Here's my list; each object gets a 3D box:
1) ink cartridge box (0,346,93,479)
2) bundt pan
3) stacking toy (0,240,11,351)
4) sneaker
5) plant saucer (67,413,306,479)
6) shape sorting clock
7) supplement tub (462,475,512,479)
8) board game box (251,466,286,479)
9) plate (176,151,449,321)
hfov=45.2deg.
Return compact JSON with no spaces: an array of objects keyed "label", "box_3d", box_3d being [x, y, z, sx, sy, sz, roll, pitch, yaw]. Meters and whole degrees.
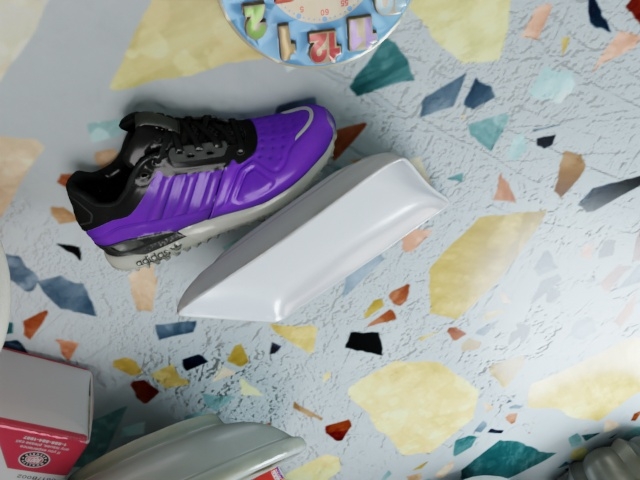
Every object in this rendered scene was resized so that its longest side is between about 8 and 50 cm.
[{"label":"ink cartridge box","box_3d":[-0.452,0.276,0.963,0.226,0.131,0.306,20,118,-30]},{"label":"bundt pan","box_3d":[0.571,0.486,1.449,0.331,0.124,0.330,-9,130,-11]},{"label":"stacking toy","box_3d":[-0.555,0.119,0.740,0.351,0.350,0.480,26,133,-32]},{"label":"sneaker","box_3d":[-0.129,-0.081,0.791,0.294,0.102,0.146,-27,130,6]},{"label":"plant saucer","box_3d":[-0.217,0.320,1.025,0.401,0.100,0.400,-23,165,-7]},{"label":"shape sorting clock","box_3d":[0.000,-0.260,0.727,0.206,0.040,0.206,-9,130,-11]},{"label":"supplement tub","box_3d":[0.310,0.601,1.384,0.241,0.241,0.331,-16,131,-4]},{"label":"board game box","box_3d":[-0.084,0.473,1.203,0.147,0.193,0.045,-35,168,11]},{"label":"plate","box_3d":[0.000,0.000,0.864,0.277,0.045,0.278,-34,164,12]}]
